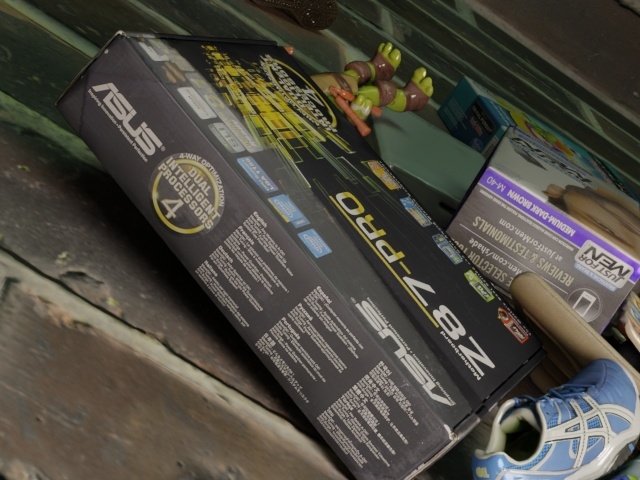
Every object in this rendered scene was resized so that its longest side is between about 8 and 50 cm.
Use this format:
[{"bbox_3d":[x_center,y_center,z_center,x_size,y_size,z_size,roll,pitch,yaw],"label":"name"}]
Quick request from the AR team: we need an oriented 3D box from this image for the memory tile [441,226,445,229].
[{"bbox_3d":[0.156,-0.001,1.585,0.113,0.012,0.148,43,19,17],"label":"memory tile"}]

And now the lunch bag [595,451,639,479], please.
[{"bbox_3d":[0.272,0.257,1.077,0.151,0.096,0.129,58,21,12],"label":"lunch bag"}]

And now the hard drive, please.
[{"bbox_3d":[0.144,-0.089,1.698,0.203,0.040,0.307,29,19,-13],"label":"hard drive"}]

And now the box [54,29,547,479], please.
[{"bbox_3d":[0.000,0.000,1.109,0.395,0.097,0.318,50,22,9],"label":"box"}]

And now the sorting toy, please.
[{"bbox_3d":[0.293,0.171,1.210,0.307,0.041,0.229,47,-9,28],"label":"sorting toy"}]

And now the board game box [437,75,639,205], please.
[{"bbox_3d":[0.366,-0.104,2.089,0.336,0.079,0.254,26,22,-27],"label":"board game box"}]

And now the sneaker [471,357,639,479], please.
[{"bbox_3d":[0.188,0.149,1.045,0.211,0.080,0.081,-42,117,-43],"label":"sneaker"}]

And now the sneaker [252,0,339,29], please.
[{"bbox_3d":[-0.049,-0.378,2.021,0.188,0.066,0.071,16,27,-47],"label":"sneaker"}]

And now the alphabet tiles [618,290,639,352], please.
[{"bbox_3d":[0.431,0.181,1.512,0.278,0.021,0.284,54,18,2],"label":"alphabet tiles"}]

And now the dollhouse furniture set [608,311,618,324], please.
[{"bbox_3d":[0.292,0.044,1.696,0.144,0.123,0.151,-16,90,-66],"label":"dollhouse furniture set"}]

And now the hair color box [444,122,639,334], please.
[{"bbox_3d":[0.245,-0.019,1.437,0.185,0.110,0.339,33,18,3],"label":"hair color box"}]

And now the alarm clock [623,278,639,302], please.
[{"bbox_3d":[0.427,0.048,1.751,0.129,0.064,0.192,7,27,11],"label":"alarm clock"}]

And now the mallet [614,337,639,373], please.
[{"bbox_3d":[0.381,0.200,1.488,0.190,0.062,0.039,55,23,7],"label":"mallet"}]

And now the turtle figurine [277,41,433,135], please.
[{"bbox_3d":[0.029,-0.178,1.634,0.217,0.087,0.269,-14,31,-35],"label":"turtle figurine"}]

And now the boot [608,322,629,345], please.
[{"bbox_3d":[0.427,0.115,1.682,0.158,0.085,0.059,15,30,-44],"label":"boot"}]
